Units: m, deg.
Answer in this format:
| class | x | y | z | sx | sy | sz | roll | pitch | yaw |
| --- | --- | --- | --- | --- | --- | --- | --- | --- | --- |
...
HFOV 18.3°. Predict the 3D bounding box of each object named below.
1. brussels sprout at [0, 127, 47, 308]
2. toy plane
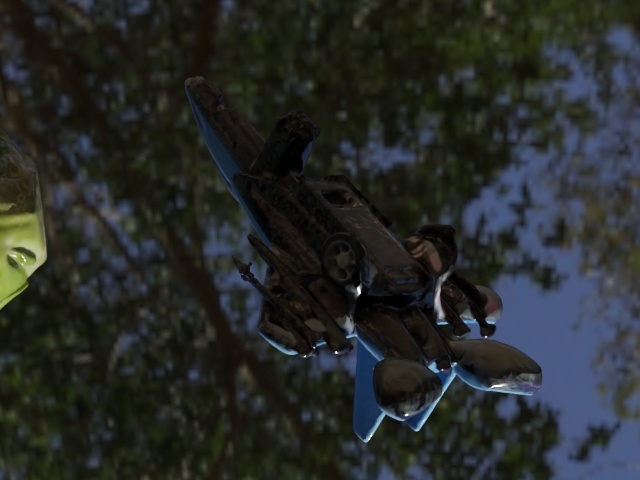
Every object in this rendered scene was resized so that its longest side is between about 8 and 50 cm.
| class | x | y | z | sx | sy | sz | roll | pitch | yaw |
| --- | --- | --- | --- | --- | --- | --- | --- | --- | --- |
| brussels sprout | -0.218 | -0.015 | 1.039 | 0.155 | 0.117 | 0.155 | 3 | -141 | -3 |
| toy plane | 0.004 | -0.006 | 1.004 | 0.169 | 0.078 | 0.246 | -5 | -126 | -46 |
